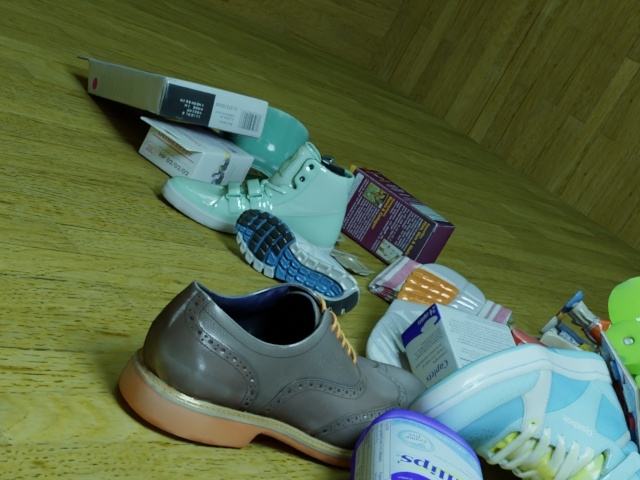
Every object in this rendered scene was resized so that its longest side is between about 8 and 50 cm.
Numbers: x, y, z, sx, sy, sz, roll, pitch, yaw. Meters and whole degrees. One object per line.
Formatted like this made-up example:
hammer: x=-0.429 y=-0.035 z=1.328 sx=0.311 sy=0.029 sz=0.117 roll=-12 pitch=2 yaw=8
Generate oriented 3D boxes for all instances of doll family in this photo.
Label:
doll family: x=0.411 y=0.178 z=1.633 sx=0.163 sy=0.118 sz=0.263 roll=44 pitch=5 yaw=12

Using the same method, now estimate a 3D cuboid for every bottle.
bottle: x=0.079 y=0.235 z=0.858 sx=0.118 sy=0.092 sz=0.283 roll=29 pitch=15 yaw=-4

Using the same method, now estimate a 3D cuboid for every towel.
towel: x=0.180 y=0.085 z=1.586 sx=0.197 sy=0.029 sz=0.144 roll=28 pitch=24 yaw=13

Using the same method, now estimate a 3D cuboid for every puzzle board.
puzzle board: x=0.336 y=0.177 z=1.204 sx=0.096 sy=0.011 sz=0.128 roll=-108 pitch=-179 yaw=-53

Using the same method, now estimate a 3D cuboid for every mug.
mug: x=-0.099 y=-0.143 z=1.740 sx=0.129 sy=0.097 sz=0.158 roll=26 pitch=-20 yaw=-16

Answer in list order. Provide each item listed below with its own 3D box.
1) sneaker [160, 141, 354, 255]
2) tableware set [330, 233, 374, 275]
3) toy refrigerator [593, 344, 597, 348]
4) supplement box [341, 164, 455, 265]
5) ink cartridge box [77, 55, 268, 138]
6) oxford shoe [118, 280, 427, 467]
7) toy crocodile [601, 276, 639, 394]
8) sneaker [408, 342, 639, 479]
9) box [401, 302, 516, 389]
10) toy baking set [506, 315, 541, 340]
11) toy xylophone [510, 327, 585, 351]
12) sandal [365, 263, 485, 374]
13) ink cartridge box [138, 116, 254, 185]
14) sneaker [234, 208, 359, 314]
sneaker: x=-0.080 y=-0.082 z=1.470 sx=0.256 sy=0.151 sz=0.094 roll=16 pitch=19 yaw=-16
tableware set: x=0.000 y=0.000 z=1.620 sx=0.141 sy=0.020 sz=0.168 roll=17 pitch=19 yaw=-40
toy refrigerator: x=0.634 y=0.218 z=1.929 sx=0.270 sy=0.094 sz=0.102 roll=22 pitch=16 yaw=-27
supplement box: x=0.112 y=-0.032 z=1.765 sx=0.188 sy=0.104 sz=0.081 roll=37 pitch=17 yaw=26
ink cartridge box: x=-0.249 y=-0.233 z=1.709 sx=0.176 sy=0.069 sz=0.371 roll=9 pitch=10 yaw=-34
oxford shoe: x=-0.004 y=0.120 z=1.001 sx=0.364 sy=0.132 sz=0.130 roll=14 pitch=21 yaw=-45
toy crocodile: x=0.412 y=0.190 z=1.249 sx=0.340 sy=0.105 sz=0.115 roll=-104 pitch=168 yaw=-45
sneaker: x=0.234 y=0.218 z=1.073 sx=0.319 sy=0.127 sz=0.208 roll=4 pitch=54 yaw=-46
box: x=0.175 y=0.158 z=1.249 sx=0.126 sy=0.072 sz=0.137 roll=19 pitch=39 yaw=-34
toy baking set: x=0.293 y=0.137 z=1.687 sx=0.197 sy=0.030 sz=0.256 roll=13 pitch=22 yaw=-47
toy xylophone: x=0.345 y=0.229 z=1.388 sx=0.236 sy=0.081 sz=0.322 roll=29 pitch=15 yaw=-3
sandal: x=0.119 y=0.115 z=1.380 sx=0.102 sy=0.076 sz=0.265 roll=37 pitch=38 yaw=13
ink cartridge box: x=-0.194 y=-0.128 z=1.602 sx=0.104 sy=0.061 sz=0.181 roll=35 pitch=15 yaw=23
sneaker: x=-0.030 y=0.027 z=1.409 sx=0.191 sy=0.071 sz=0.083 roll=39 pitch=9 yaw=2
